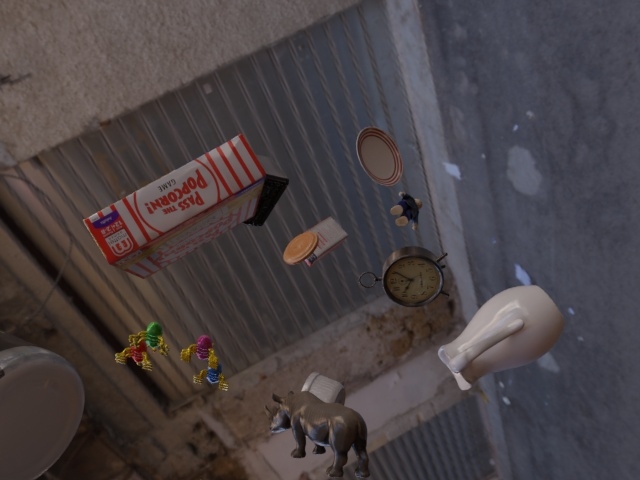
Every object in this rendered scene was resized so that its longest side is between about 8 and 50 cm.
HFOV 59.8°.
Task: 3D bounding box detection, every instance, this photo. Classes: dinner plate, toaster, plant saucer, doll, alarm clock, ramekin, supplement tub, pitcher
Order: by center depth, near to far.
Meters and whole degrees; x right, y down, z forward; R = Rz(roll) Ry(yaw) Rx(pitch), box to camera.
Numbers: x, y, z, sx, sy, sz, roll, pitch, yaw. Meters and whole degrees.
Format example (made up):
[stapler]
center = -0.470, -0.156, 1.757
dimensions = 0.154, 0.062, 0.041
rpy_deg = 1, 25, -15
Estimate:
[supplement tub]
center = -0.559, 0.234, 0.870
dimensions = 0.338, 0.207, 0.207
rpy_deg = 12, 144, 28
[pitcher]
center = 0.303, 0.162, 0.934
dimensions = 0.125, 0.207, 0.178
rpy_deg = 57, -177, 16
[plant saucer]
center = -0.041, 0.013, 1.112
dimensions = 0.013, 0.083, 0.083
rpy_deg = 50, -179, -30
[alarm clock]
center = 0.178, 0.077, 1.198
dimensions = 0.064, 0.192, 0.129
rpy_deg = -84, -13, -63
[dinner plate]
center = 0.129, -0.184, 1.230
dimensions = 0.017, 0.141, 0.141
rpy_deg = -25, 93, 49
[toaster]
center = -0.201, -0.128, 1.411
dimensions = 0.185, 0.168, 0.110
rpy_deg = 6, -142, -42
[doll]
center = 0.278, -0.093, 1.752
dimensions = 0.189, 0.046, 0.129
rpy_deg = -33, -80, -59
[ramekin]
center = 0.004, 0.537, 1.783
dimensions = 0.207, 0.109, 0.207
rpy_deg = 11, -90, -71

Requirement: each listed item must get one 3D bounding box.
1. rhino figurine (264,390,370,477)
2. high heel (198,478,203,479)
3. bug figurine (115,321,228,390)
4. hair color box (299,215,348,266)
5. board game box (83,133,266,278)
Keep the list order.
[rhino figurine]
center = -0.015, 0.315, 0.949
dimensions = 0.243, 0.073, 0.106
rpy_deg = 5, 91, 45
[high heel]
center = -0.237, 0.605, 1.320
dimensions = 0.093, 0.261, 0.186
rpy_deg = 62, -163, -12
[bug figurine]
center = -0.341, 0.271, 1.329
dimensions = 0.216, 0.279, 0.072
rpy_deg = 115, 170, -51
[hair color box]
center = 0.000, 0.000, 1.370
dimensions = 0.072, 0.141, 0.043
rpy_deg = 48, 131, 9
[board game box]
center = -0.132, -0.024, 0.542
dimensions = 0.045, 0.146, 0.193
rpy_deg = 58, 168, 1
